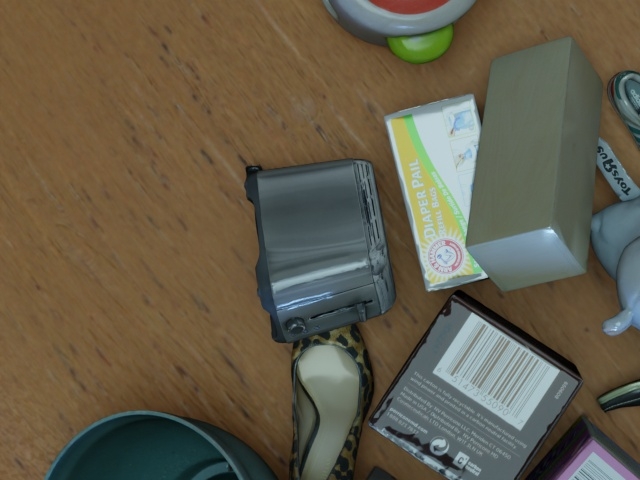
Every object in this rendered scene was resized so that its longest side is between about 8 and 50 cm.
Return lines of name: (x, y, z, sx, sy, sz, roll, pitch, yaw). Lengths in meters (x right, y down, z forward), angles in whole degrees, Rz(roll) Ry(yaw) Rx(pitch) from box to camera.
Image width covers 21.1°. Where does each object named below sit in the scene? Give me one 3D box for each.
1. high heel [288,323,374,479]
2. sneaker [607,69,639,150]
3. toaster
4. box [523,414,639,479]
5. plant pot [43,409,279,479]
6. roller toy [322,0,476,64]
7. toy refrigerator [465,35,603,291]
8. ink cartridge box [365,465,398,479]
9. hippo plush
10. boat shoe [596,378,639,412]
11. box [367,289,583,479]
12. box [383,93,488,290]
high heel: (0.005, 0.176, 1.896, 0.093, 0.186, 0.261, -2, 89, 8)
sneaker: (0.376, -0.123, 1.914, 0.057, 0.075, 0.161, -35, 85, 5)
toaster: (0.000, 0.000, 1.913, 0.146, 0.129, 0.227, -10, 53, 2)
box: (0.259, 0.312, 1.837, 0.117, 0.243, 0.213, 41, 94, 6)
plant pot: (-0.142, 0.330, 1.884, 0.293, 0.196, 0.293, -2, 86, 29)
roller toy: (0.090, -0.317, 1.914, 0.191, 0.146, 0.209, 30, 87, -3)
toy refrigerator: (0.234, -0.082, 1.842, 0.102, 0.094, 0.269, -15, 46, 30)
ink cartridge box: (0.025, 0.408, 1.877, 0.121, 0.211, 0.289, 33, 93, 4)
hippo plush: (0.395, 0.013, 1.802, 0.294, 0.236, 0.234, 43, 102, -5)
boat shoe: (0.387, 0.172, 1.919, 0.152, 0.056, 0.049, -16, 82, 6)
box: (0.171, 0.168, 1.869, 0.168, 0.203, 0.167, 33, 93, 6)
box: (0.147, -0.051, 1.920, 0.103, 0.114, 0.203, -14, 89, 6)
